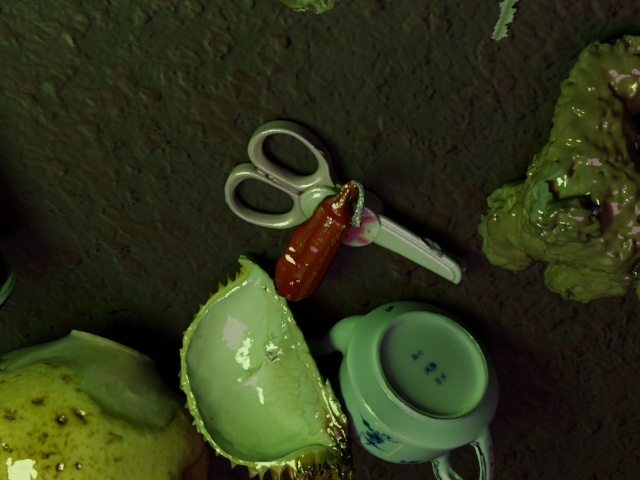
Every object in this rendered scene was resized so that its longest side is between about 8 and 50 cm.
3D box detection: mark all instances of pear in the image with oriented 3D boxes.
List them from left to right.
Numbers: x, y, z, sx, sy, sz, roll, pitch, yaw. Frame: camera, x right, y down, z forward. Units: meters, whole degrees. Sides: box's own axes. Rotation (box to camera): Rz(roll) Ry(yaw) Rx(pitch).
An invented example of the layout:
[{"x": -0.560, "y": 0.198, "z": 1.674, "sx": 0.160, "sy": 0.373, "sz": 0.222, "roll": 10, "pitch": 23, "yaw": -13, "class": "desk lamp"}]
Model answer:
[{"x": -0.242, "y": 0.226, "z": 1.719, "sx": 0.271, "sy": 0.271, "sz": 0.271, "roll": 4, "pitch": 127, "yaw": 5, "class": "pear"}]

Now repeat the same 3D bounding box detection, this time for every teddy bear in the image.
[{"x": 0.296, "y": -0.021, "z": 1.518, "sx": 0.256, "sy": 0.156, "sz": 0.267, "roll": 20, "pitch": 125, "yaw": -9, "class": "teddy bear"}]

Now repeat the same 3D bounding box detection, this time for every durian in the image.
[{"x": -0.050, "y": 0.147, "z": 1.682, "sx": 0.144, "sy": 0.252, "sz": 0.139, "roll": -9, "pitch": 156, "yaw": -35, "class": "durian"}]

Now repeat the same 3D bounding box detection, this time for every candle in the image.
[{"x": 0.000, "y": 0.000, "z": 1.603, "sx": 0.053, "sy": 0.048, "sz": 0.162, "roll": 17, "pitch": 134, "yaw": -15, "class": "candle"}]

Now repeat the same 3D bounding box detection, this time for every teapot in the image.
[{"x": 0.084, "y": 0.156, "z": 1.688, "sx": 0.232, "sy": 0.159, "sz": 0.159, "roll": 45, "pitch": 124, "yaw": 8, "class": "teapot"}]

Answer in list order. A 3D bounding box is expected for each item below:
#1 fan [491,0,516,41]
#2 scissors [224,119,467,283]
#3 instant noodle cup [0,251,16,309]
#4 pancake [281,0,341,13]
[{"x": 0.193, "y": -0.282, "z": 1.396, "sx": 0.191, "sy": 0.009, "sz": 0.329, "roll": 2, "pitch": 137, "yaw": -19, "class": "fan"}, {"x": 0.030, "y": -0.022, "z": 1.630, "sx": 0.242, "sy": 0.030, "sz": 0.118, "roll": 28, "pitch": 128, "yaw": -10, "class": "scissors"}, {"x": -0.416, "y": -0.034, "z": 1.597, "sx": 0.216, "sy": 0.215, "sz": 0.236, "roll": -7, "pitch": 117, "yaw": 14, "class": "instant noodle cup"}, {"x": -0.102, "y": -0.324, "z": 1.283, "sx": 0.387, "sy": 0.082, "sz": 0.387, "roll": 42, "pitch": 162, "yaw": 17, "class": "pancake"}]
